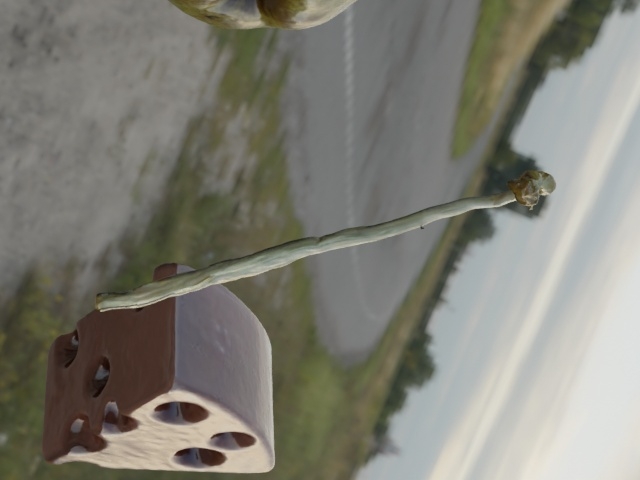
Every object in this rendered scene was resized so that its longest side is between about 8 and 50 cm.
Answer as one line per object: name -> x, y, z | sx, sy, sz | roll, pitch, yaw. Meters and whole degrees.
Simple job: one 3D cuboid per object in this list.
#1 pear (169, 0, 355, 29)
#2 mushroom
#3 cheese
pear -> -0.055, -0.262, 1.199 | 0.188, 0.228, 0.211 | 79, 7, -58
mushroom -> 0.001, 0.003, 0.933 | 0.028, 0.286, 0.026 | 64, 13, -55
cheese -> -0.129, 0.102, 1.303 | 0.177, 0.202, 0.128 | 107, -14, -58
